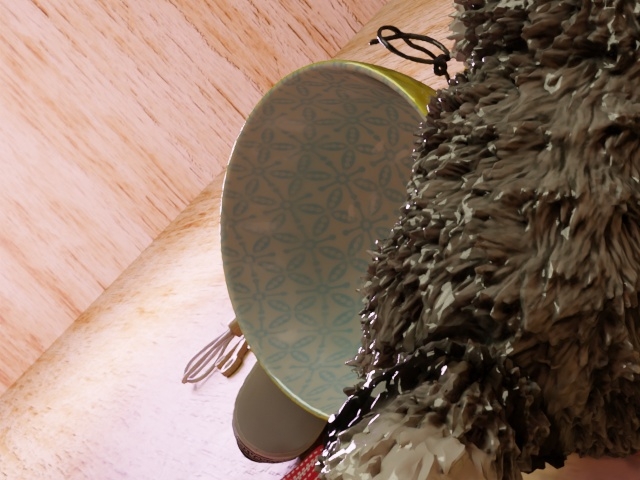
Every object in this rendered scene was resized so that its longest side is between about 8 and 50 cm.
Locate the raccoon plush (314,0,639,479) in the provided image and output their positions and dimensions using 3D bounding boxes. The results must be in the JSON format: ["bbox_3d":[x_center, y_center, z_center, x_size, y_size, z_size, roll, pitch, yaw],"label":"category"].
[{"bbox_3d":[0.133,-0.040,0.750,0.446,0.216,0.299,-70,-12,-76],"label":"raccoon plush"}]

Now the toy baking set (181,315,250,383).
[{"bbox_3d":[-0.094,0.100,1.860,0.197,0.030,0.256,-50,13,-28],"label":"toy baking set"}]

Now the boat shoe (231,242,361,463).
[{"bbox_3d":[0.023,0.074,1.355,0.306,0.113,0.105,-60,-1,-15],"label":"boat shoe"}]

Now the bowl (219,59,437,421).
[{"bbox_3d":[0.065,-0.002,1.217,0.156,0.289,0.289,-6,-20,-43],"label":"bowl"}]

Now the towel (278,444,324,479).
[{"bbox_3d":[-0.065,0.269,1.134,0.199,0.031,0.275,-41,11,11],"label":"towel"}]

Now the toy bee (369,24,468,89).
[{"bbox_3d":[0.160,-0.117,1.327,0.195,0.298,0.162,-106,27,-55],"label":"toy bee"}]
